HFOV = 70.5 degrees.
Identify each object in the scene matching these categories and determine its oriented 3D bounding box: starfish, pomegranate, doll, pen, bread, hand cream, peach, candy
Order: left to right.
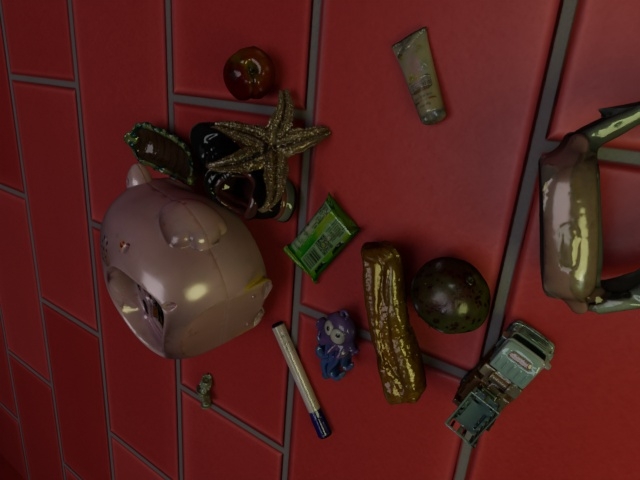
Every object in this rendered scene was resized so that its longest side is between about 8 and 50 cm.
[{"bbox_3d":[-0.134,-0.312,0.852,0.101,0.101,0.101,11,109,33],"label":"peach"},{"bbox_3d":[-0.097,-0.164,0.821,0.227,0.043,0.240,0,73,9],"label":"starfish"},{"bbox_3d":[-0.043,0.306,0.998,0.033,0.033,0.269,-25,88,38],"label":"pen"},{"bbox_3d":[0.001,0.000,0.880,0.102,0.032,0.178,52,127,17],"label":"candy"},{"bbox_3d":[0.030,0.213,0.902,0.110,0.067,0.206,36,132,33],"label":"doll"},{"bbox_3d":[0.122,0.135,0.777,0.077,0.139,0.271,-11,95,7],"label":"bread"},{"bbox_3d":[0.156,-0.250,0.697,0.061,0.039,0.143,-20,86,40],"label":"hand cream"},{"bbox_3d":[0.198,0.090,0.708,0.130,0.130,0.130,11,109,33],"label":"pomegranate"}]

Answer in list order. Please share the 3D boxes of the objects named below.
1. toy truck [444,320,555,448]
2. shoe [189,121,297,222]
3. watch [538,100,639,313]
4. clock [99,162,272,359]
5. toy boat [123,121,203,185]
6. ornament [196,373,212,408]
[{"bbox_3d":[0.273,0.217,0.696,0.080,0.115,0.178,38,120,22],"label":"toy truck"},{"bbox_3d":[-0.183,-0.129,0.908,0.291,0.137,0.114,41,122,21],"label":"shoe"},{"bbox_3d":[0.390,-0.044,0.533,0.241,0.162,0.253,-2,105,23],"label":"watch"},{"bbox_3d":[-0.315,0.049,0.950,0.377,0.250,0.368,45,141,23],"label":"clock"},{"bbox_3d":[-0.336,-0.188,1.029,0.293,0.099,0.108,31,121,34],"label":"toy boat"},{"bbox_3d":[-0.311,0.409,1.215,0.068,0.041,0.092,60,143,35],"label":"ornament"}]
